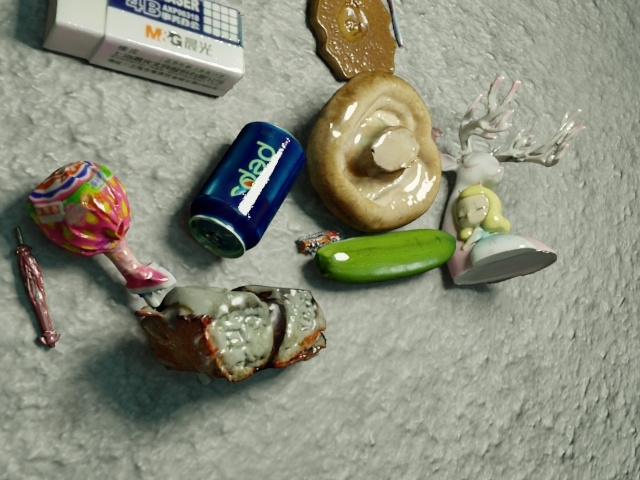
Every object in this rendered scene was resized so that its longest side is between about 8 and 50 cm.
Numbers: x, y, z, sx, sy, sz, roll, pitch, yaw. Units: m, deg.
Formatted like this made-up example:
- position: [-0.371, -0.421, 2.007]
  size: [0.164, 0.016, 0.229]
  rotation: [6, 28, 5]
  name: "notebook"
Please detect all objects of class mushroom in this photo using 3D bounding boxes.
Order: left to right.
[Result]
- position: [0.096, -0.146, 1.293]
  size: [0.278, 0.146, 0.278]
  rotation: [-3, 96, -34]
  name: "mushroom"

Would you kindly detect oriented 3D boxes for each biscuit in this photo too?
- position: [0.066, -0.366, 1.409]
  size: [0.182, 0.034, 0.215]
  rotation: [-14, 88, -35]
  name: "biscuit"

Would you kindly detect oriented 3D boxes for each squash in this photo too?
- position: [0.112, 0.027, 1.306]
  size: [0.293, 0.082, 0.082]
  rotation: [-8, 82, -33]
  name: "squash"

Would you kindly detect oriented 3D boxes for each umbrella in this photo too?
- position: [-0.373, 0.061, 1.000]
  size: [0.027, 0.025, 0.165]
  rotation: [-17, 89, -54]
  name: "umbrella"

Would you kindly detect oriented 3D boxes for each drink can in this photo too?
- position: [-0.111, -0.078, 1.159]
  size: [0.118, 0.118, 0.204]
  rotation: [40, 57, -20]
  name: "drink can"

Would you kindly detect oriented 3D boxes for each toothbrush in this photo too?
- position: [0.135, -0.468, 1.496]
  size: [0.019, 0.013, 0.193]
  rotation: [-12, 84, -30]
  name: "toothbrush"

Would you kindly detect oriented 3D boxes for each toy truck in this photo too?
- position: [0.000, 0.000, 1.272]
  size: [0.083, 0.024, 0.032]
  rotation: [-13, 56, -33]
  name: "toy truck"

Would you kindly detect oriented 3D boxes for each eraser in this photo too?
- position: [-0.255, -0.316, 1.143]
  size: [0.287, 0.086, 0.130]
  rotation: [11, 70, -32]
  name: "eraser"

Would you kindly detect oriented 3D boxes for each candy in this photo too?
- position: [-0.253, 0.057, 1.051]
  size: [0.124, 0.124, 0.365]
  rotation: [-43, 111, -34]
  name: "candy"

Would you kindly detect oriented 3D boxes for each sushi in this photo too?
- position: [-0.107, 0.120, 1.075]
  size: [0.332, 0.124, 0.129]
  rotation: [-4, 92, -57]
  name: "sushi"

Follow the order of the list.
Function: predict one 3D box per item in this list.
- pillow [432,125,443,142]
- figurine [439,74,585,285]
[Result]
- position: [0.134, -0.197, 1.404]
  size: [0.185, 0.043, 0.118]
  rotation: [30, 75, -24]
  name: "pillow"
- position: [0.343, -0.106, 1.396]
  size: [0.207, 0.284, 0.315]
  rotation: [6, 63, -35]
  name: "figurine"
